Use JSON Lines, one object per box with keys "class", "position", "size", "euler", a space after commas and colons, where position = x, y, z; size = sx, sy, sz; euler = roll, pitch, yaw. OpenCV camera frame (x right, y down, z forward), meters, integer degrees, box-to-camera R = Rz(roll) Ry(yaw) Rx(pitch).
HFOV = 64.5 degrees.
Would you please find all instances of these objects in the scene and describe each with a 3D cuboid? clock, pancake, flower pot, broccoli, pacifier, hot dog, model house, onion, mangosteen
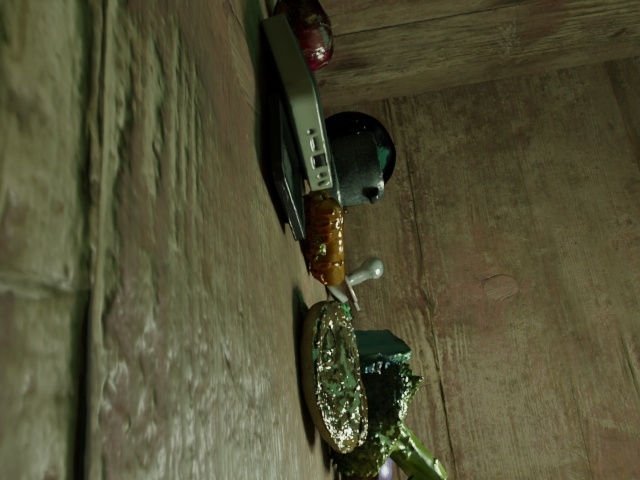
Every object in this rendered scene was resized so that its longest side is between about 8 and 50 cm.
{"class": "clock", "position": [-0.087, -0.173, 1.223], "size": [0.273, 0.049, 0.279], "euler": [75, 7, -54]}
{"class": "pancake", "position": [0.039, 0.342, 1.300], "size": [0.387, 0.082, 0.387], "euler": [49, 33, -48]}
{"class": "flower pot", "position": [0.067, -0.217, 1.766], "size": [0.299, 0.282, 0.300], "euler": [-10, 90, -88]}
{"class": "broccoli", "position": [0.197, 0.602, 1.495], "size": [0.275, 0.352, 0.398], "euler": [-173, -109, -75]}
{"class": "pacifier", "position": [0.125, 0.169, 2.171], "size": [0.332, 0.272, 0.221], "euler": [68, 31, -67]}
{"class": "hot dog", "position": [0.000, 0.000, 1.544], "size": [0.158, 0.117, 0.349], "euler": [51, -24, 38]}
{"class": "model house", "position": [0.148, 0.448, 1.733], "size": [0.226, 0.261, 0.241], "euler": [-141, -124, -69]}
{"class": "onion", "position": [-0.057, -0.661, 1.606], "size": [0.247, 0.190, 0.246], "euler": [64, -5, 10]}
{"class": "mangosteen", "position": [0.122, -0.311, 2.094], "size": [0.435, 0.381, 0.382], "euler": [89, -3, -51]}

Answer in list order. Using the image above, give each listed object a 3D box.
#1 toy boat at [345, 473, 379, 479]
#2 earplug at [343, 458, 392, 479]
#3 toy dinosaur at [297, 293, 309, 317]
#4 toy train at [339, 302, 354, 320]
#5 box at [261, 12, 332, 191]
{"class": "toy boat", "position": [0.120, 0.756, 1.517], "size": [0.099, 0.140, 0.318], "euler": [59, 13, -3]}
{"class": "earplug", "position": [0.167, 0.696, 1.858], "size": [0.456, 0.214, 0.215], "euler": [-88, 169, -45]}
{"class": "toy dinosaur", "position": [-0.044, 0.170, 1.322], "size": [0.083, 0.021, 0.062], "euler": [57, 13, -76]}
{"class": "toy train", "position": [0.076, 0.310, 2.088], "size": [0.081, 0.099, 0.149], "euler": [42, 16, -22]}
{"class": "box", "position": [-0.056, -0.368, 1.382], "size": [0.367, 0.090, 0.373], "euler": [74, -3, -54]}
